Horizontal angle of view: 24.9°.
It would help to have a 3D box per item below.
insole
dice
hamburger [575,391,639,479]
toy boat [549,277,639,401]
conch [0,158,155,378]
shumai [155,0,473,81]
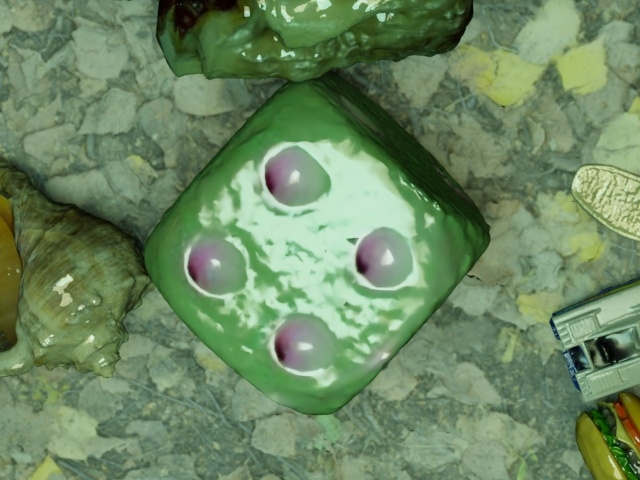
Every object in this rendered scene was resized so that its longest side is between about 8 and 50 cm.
[{"bbox_3d":[0.442,-0.029,1.895,0.247,0.011,0.081,23,101,1],"label":"insole"},{"bbox_3d":[0.000,0.000,1.789,0.330,0.318,0.322,41,102,-2],"label":"dice"},{"bbox_3d":[0.401,0.276,1.887,0.115,0.162,0.162,-30,96,5],"label":"hamburger"},{"bbox_3d":[0.453,0.102,1.879,0.295,0.088,0.129,-21,98,10],"label":"toy boat"},{"bbox_3d":[-0.372,0.064,1.906,0.297,0.352,0.210,-37,140,2],"label":"conch"},{"bbox_3d":[-0.043,-0.320,1.658,0.348,0.395,0.395,-34,96,-10],"label":"shumai"}]
